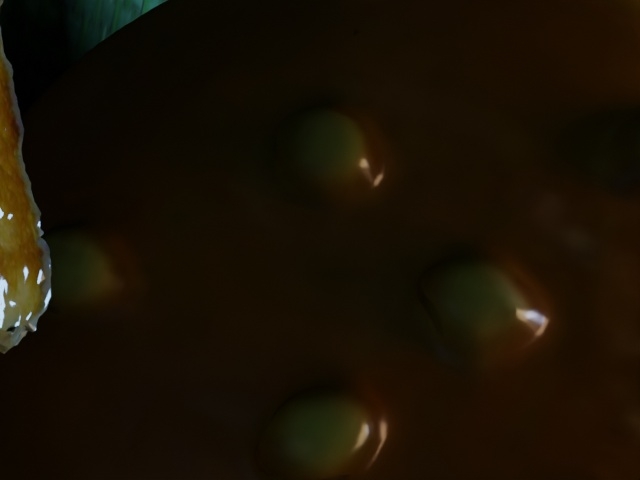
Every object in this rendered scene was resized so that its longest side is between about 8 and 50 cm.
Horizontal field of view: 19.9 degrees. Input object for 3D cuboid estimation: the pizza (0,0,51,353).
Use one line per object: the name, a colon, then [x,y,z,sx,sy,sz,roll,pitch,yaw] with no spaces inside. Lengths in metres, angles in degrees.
pizza: [-0.129,-0.068,0.475,0.193,0.053,0.201,-83,152,-45]

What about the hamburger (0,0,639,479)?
hamburger: [0.042,0.082,0.745,0.277,0.395,0.396,69,33,-75]
